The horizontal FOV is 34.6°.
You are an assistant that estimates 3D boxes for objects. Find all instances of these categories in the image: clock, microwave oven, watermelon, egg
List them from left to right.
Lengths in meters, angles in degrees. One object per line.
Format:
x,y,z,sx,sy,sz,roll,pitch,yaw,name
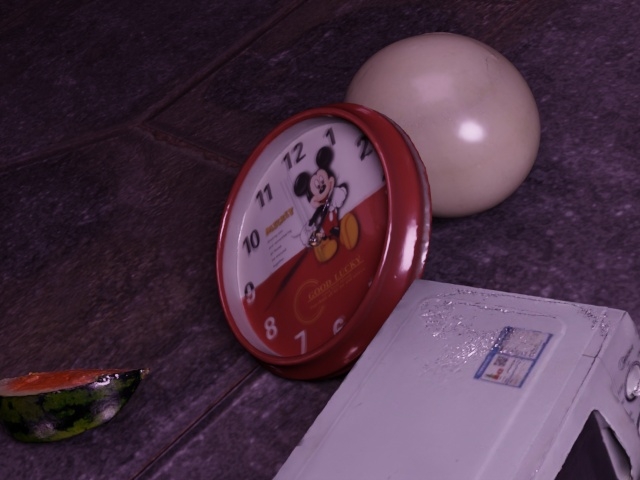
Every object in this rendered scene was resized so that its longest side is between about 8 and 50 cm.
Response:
-0.321,0.190,1.255,0.245,0.063,0.119,-10,19,31,watermelon
0.000,0.000,1.160,0.318,0.080,0.319,-17,66,44,clock
0.142,-0.138,1.227,0.219,0.219,0.269,-41,42,-19,egg
0.118,0.203,0.833,0.237,0.181,0.295,7,46,41,microwave oven
